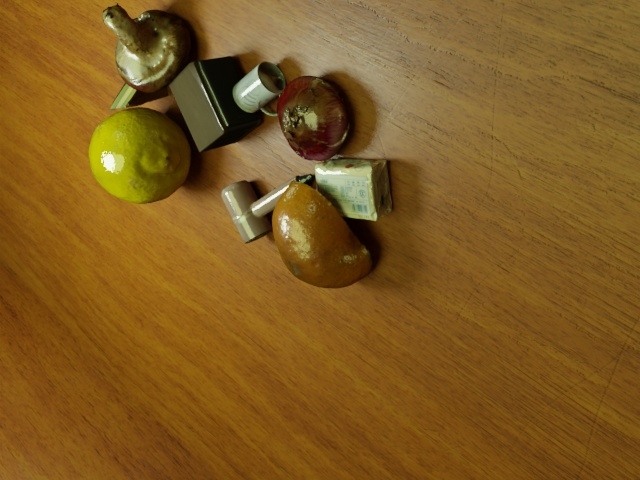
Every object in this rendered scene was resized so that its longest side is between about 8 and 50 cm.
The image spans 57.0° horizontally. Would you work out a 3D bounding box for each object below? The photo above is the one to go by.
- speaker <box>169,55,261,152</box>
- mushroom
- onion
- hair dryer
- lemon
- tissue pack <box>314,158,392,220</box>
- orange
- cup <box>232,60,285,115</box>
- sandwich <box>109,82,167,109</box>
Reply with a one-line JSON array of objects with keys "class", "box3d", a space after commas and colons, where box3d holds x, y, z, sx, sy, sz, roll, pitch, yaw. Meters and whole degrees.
[{"class": "speaker", "box3d": [-0.317, -0.412, 1.774, 0.193, 0.153, 0.230, -22, 93, 49]}, {"class": "mushroom", "box3d": [-0.557, -0.595, 1.856, 0.267, 0.255, 0.267, 21, 118, 48]}, {"class": "onion", "box3d": [-0.037, -0.314, 1.568, 0.230, 0.163, 0.230, 20, 128, 28]}, {"class": "hair dryer", "box3d": [-0.149, -0.138, 1.808, 0.344, 0.107, 0.189, -28, 87, 36]}, {"class": "lemon", "box3d": [-0.606, -0.283, 1.977, 0.348, 0.348, 0.347, 18, 119, 35]}, {"class": "tissue pack", "box3d": [0.086, -0.141, 1.580, 0.196, 0.092, 0.148, 9, 116, 39]}, {"class": "orange", "box3d": [0.001, 0.002, 1.651, 0.274, 0.310, 0.274, -35, 43, 41]}, {"class": "cup", "box3d": [-0.169, -0.419, 1.681, 0.133, 0.099, 0.136, -23, 89, 44]}, {"class": "sandwich", "box3d": [-0.628, -0.532, 1.989, 0.117, 0.187, 0.144, 4, 117, 40]}]
